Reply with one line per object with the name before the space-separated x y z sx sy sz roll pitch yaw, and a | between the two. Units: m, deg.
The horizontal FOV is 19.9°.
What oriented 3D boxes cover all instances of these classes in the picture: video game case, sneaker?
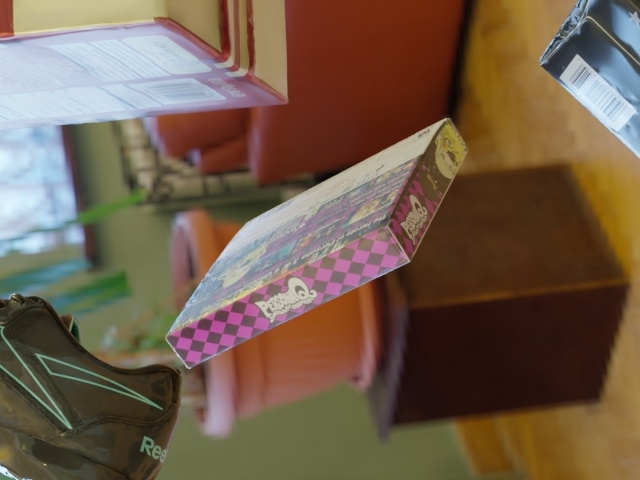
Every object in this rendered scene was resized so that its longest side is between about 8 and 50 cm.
video game case | 0.000 0.000 1.525 0.042 0.232 0.210 55 -151 -14
sneaker | -0.210 0.078 1.116 0.101 0.267 0.106 89 -153 -79

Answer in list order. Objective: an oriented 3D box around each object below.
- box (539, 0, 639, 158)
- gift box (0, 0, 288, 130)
box | 0.296 -0.107 1.217 0.247 0.142 0.163 45 163 6
gift box | -0.131 -0.209 0.999 0.255 0.276 0.258 33 -127 -78
